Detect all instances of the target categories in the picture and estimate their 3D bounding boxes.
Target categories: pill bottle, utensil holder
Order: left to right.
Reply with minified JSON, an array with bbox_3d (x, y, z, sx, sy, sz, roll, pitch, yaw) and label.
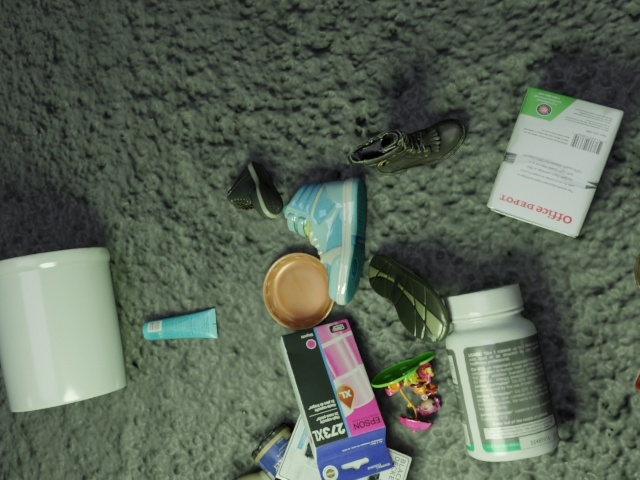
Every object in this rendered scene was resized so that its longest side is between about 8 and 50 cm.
[{"bbox_3d":[-0.704,0.234,1.854,0.327,0.327,0.385,-13,86,18],"label":"utensil holder"},{"bbox_3d":[-0.059,0.576,1.726,0.219,0.123,0.123,43,101,15],"label":"pill bottle"},{"bbox_3d":[0.395,0.289,1.538,0.204,0.204,0.361,-12,85,18],"label":"pill bottle"}]

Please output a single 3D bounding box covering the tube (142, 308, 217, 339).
[{"bbox_3d":[-0.383,0.237,1.889,0.207,0.052,0.080,-7,91,13],"label":"tube"}]

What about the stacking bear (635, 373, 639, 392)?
[{"bbox_3d":[0.839,0.323,1.418,0.289,0.164,0.175,32,98,13],"label":"stacking bear"}]

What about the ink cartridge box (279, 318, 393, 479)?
[{"bbox_3d":[0.037,0.381,1.641,0.175,0.069,0.371,-13,66,-13],"label":"ink cartridge box"}]

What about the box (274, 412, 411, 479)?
[{"bbox_3d":[0.054,0.546,1.636,0.290,0.087,0.169,22,60,5],"label":"box"}]

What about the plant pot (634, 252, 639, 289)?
[{"bbox_3d":[0.758,0.069,1.444,0.167,0.165,0.167,0,89,19],"label":"plant pot"}]

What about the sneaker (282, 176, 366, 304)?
[{"bbox_3d":[0.000,0.000,1.725,0.208,0.127,0.319,2,77,17],"label":"sneaker"}]

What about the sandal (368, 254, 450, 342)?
[{"bbox_3d":[0.217,0.122,1.620,0.303,0.086,0.120,50,128,50],"label":"sandal"}]

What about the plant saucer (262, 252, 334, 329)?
[{"bbox_3d":[-0.052,0.131,1.784,0.200,0.037,0.200,-1,87,20],"label":"plant saucer"}]

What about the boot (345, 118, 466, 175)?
[{"bbox_3d":[0.206,-0.221,1.606,0.263,0.229,0.091,-25,80,16],"label":"boot"}]

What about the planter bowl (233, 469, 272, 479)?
[{"bbox_3d":[-0.156,0.655,1.750,0.109,0.162,0.162,-41,75,-14],"label":"planter bowl"}]

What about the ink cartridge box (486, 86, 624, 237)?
[{"bbox_3d":[0.525,-0.172,1.553,0.211,0.121,0.289,21,95,18],"label":"ink cartridge box"}]

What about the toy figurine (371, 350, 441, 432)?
[{"bbox_3d":[0.233,0.376,1.658,0.173,0.130,0.159,-27,94,-8],"label":"toy figurine"}]

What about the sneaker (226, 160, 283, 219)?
[{"bbox_3d":[-0.171,-0.099,1.780,0.118,0.083,0.222,-47,37,20],"label":"sneaker"}]
